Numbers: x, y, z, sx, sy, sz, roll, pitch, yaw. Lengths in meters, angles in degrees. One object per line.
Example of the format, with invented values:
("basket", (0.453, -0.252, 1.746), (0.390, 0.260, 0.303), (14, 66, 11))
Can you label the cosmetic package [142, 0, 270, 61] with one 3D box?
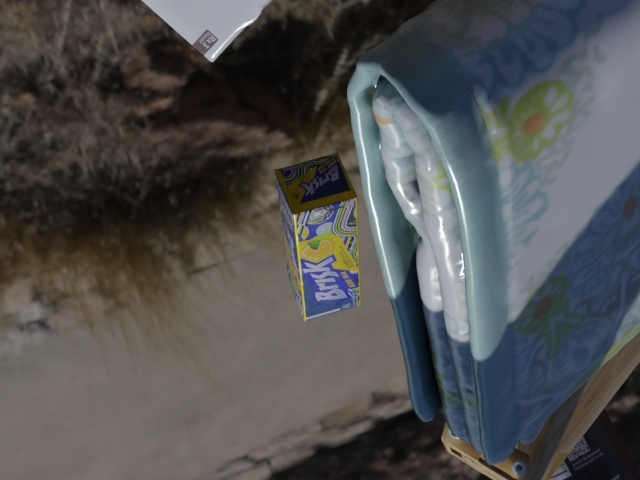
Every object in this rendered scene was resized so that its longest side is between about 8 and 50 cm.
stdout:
("cosmetic package", (-0.074, -0.435, 1.830), (0.156, 0.385, 0.217), (43, 129, -10))

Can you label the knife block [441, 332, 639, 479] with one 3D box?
("knife block", (0.232, 0.056, 1.109), (0.242, 0.088, 0.276), (-7, 118, -49))

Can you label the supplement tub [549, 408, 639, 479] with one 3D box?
("supplement tub", (0.223, 0.197, 1.224), (0.106, 0.198, 0.106), (-28, 177, -2))

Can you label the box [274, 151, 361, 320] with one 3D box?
("box", (0.000, 0.000, 1.188), (0.059, 0.054, 0.169), (-16, 146, -8))

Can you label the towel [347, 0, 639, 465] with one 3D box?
("towel", (0.172, -0.058, 0.803), (0.320, 0.090, 0.374), (-40, 147, -18))
